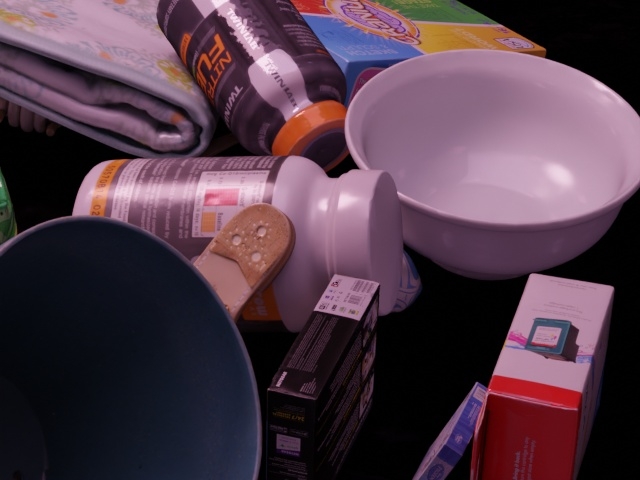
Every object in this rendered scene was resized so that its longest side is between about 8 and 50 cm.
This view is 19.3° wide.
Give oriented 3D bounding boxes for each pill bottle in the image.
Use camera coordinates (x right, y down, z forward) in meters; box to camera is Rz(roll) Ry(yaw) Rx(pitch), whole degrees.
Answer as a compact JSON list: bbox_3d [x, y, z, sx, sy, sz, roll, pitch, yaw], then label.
[{"bbox_3d":[-0.074,0.003,1.720,0.278,0.162,0.162,0,31,16],"label":"pill bottle"},{"bbox_3d":[-0.058,-0.176,1.939,0.130,0.130,0.245,-18,57,-28],"label":"pill bottle"}]

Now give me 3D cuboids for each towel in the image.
[{"bbox_3d":[-0.274,-0.232,2.054,0.374,0.090,0.320,24,25,-7],"label":"towel"}]

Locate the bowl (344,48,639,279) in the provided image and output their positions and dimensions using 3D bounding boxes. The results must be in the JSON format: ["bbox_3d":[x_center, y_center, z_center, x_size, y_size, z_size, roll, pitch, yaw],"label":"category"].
[{"bbox_3d":[0.168,-0.055,1.860,0.298,0.134,0.298,2,38,-2],"label":"bowl"}]

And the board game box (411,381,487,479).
[{"bbox_3d":[0.104,0.174,1.561,0.020,0.090,0.090,34,38,2],"label":"board game box"}]

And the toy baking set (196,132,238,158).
[{"bbox_3d":[-0.073,-0.055,1.977,0.197,0.030,0.256,-5,35,-17],"label":"toy baking set"}]

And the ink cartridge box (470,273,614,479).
[{"bbox_3d":[0.182,0.146,1.566,0.078,0.134,0.231,10,34,13],"label":"ink cartridge box"}]

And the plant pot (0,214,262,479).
[{"bbox_3d":[-0.217,0.146,1.469,0.195,0.290,0.290,-21,13,42],"label":"plant pot"}]

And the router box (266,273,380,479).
[{"bbox_3d":[0.003,0.131,1.583,0.046,0.133,0.179,11,33,15],"label":"router box"}]

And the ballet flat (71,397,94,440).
[{"bbox_3d":[-0.218,0.110,1.672,0.074,0.074,0.203,-15,34,-23],"label":"ballet flat"}]

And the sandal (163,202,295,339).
[{"bbox_3d":[-0.110,0.067,1.591,0.088,0.240,0.079,33,-1,17],"label":"sandal"}]

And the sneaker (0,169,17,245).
[{"bbox_3d":[-0.347,0.018,1.760,0.109,0.123,0.295,0,33,-3],"label":"sneaker"}]

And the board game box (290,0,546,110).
[{"bbox_3d":[0.062,-0.226,2.134,0.316,0.064,0.242,-9,33,-42],"label":"board game box"}]

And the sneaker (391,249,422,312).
[{"bbox_3d":[0.000,0.000,1.841,0.237,0.085,0.086,37,3,32],"label":"sneaker"}]

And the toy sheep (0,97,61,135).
[{"bbox_3d":[-0.311,-0.157,2.077,0.132,0.091,0.091,16,33,-4],"label":"toy sheep"}]
